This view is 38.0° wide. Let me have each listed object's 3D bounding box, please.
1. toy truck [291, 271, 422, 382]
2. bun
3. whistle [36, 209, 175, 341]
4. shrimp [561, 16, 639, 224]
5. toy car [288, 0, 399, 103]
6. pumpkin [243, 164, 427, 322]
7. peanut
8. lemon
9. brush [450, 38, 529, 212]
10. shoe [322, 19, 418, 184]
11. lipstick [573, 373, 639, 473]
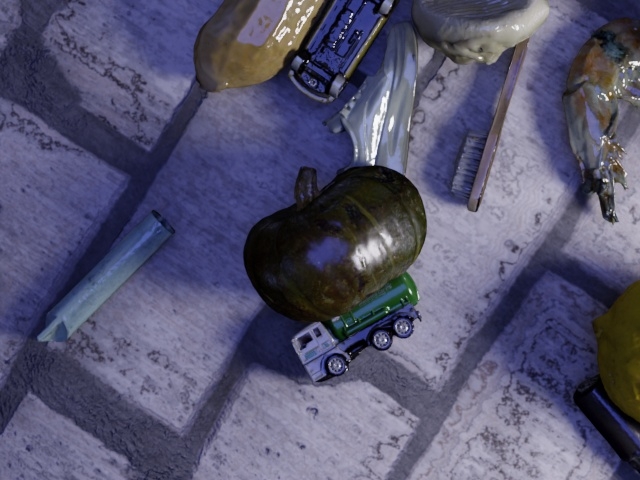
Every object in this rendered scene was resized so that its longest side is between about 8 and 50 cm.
[{"bbox_3d":[0.067,0.147,1.621,0.242,0.101,0.125,-31,83,1],"label":"toy truck"},{"bbox_3d":[0.271,-0.376,1.570,0.230,0.133,0.231,-8,49,10],"label":"bun"},{"bbox_3d":[-0.390,0.073,1.673,0.312,0.062,0.062,-44,87,3],"label":"whistle"},{"bbox_3d":[0.534,-0.204,1.598,0.246,0.085,0.361,6,87,-2],"label":"shrimp"},{"bbox_3d":[0.049,-0.361,1.607,0.101,0.124,0.257,34,101,2],"label":"toy car"},{"bbox_3d":[0.000,0.000,1.520,0.324,0.232,0.242,-30,93,22],"label":"pumpkin"},{"bbox_3d":[-0.093,-0.395,1.598,0.174,0.158,0.340,30,93,0],"label":"peanut"},{"bbox_3d":[0.598,0.190,1.500,0.321,0.268,0.268,21,92,0],"label":"lemon"},{"bbox_3d":[0.294,-0.212,1.620,0.065,0.070,0.328,18,90,14],"label":"brush"},{"bbox_3d":[0.084,-0.220,1.606,0.159,0.124,0.317,4,94,7],"label":"shoe"},{"bbox_3d":[0.553,0.359,1.593,0.081,0.081,0.300,-40,87,4],"label":"lipstick"}]
